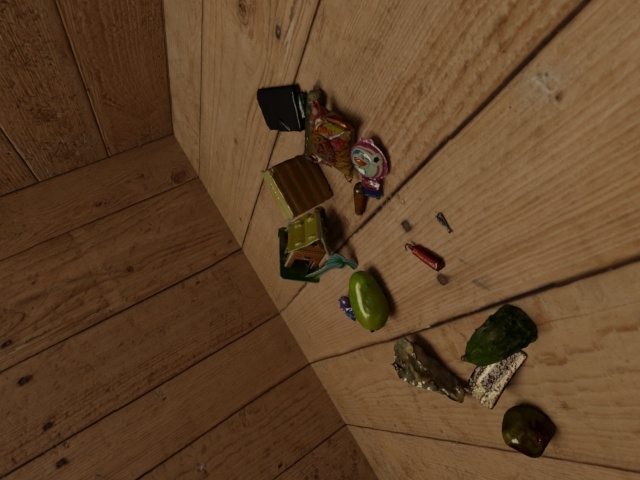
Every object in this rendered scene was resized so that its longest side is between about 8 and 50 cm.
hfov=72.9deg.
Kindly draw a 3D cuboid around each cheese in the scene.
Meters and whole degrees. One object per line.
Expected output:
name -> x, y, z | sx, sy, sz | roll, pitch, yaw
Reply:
cheese -> 0.169, -0.246, 1.508 | 0.155, 0.062, 0.244 | 25, 143, 33

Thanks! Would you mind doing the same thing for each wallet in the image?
wallet -> -0.174, -0.570, 1.886 | 0.377, 0.051, 0.197 | 27, 138, 55

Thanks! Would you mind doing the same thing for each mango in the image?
mango -> 0.206, 0.260, 1.903 | 0.273, 0.149, 0.185 | 68, 164, -1

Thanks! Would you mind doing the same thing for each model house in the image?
model house -> 0.000, 0.000, 2.026 | 0.324, 0.340, 0.300 | 120, 152, -51

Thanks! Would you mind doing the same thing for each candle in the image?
candle -> 0.352, 0.055, 1.497 | 0.162, 0.048, 0.053 | 39, 166, 41

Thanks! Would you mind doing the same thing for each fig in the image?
fig -> 0.660, 0.606, 1.395 | 0.144, 0.154, 0.166 | 54, -169, -19

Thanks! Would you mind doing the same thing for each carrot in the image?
carrot -> 0.151, -0.158, 1.672 | 0.055, 0.055, 0.161 | 47, 155, 30

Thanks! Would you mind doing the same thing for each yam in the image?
yam -> -0.029, -0.446, 1.702 | 0.071, 0.067, 0.317 | 37, 151, 19

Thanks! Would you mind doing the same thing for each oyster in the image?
oyster -> 0.433, 0.527, 1.751 | 0.337, 0.133, 0.198 | 33, 142, 44

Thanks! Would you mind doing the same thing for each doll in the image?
doll -> 0.144, 0.350, 2.239 | 0.110, 0.067, 0.206 | 19, 145, 39

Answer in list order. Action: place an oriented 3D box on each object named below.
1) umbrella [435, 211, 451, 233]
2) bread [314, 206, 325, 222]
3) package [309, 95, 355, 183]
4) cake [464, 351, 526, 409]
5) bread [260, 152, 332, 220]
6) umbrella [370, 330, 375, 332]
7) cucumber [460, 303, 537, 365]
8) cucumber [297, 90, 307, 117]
umbrella -> 0.382, -0.056, 1.353 | 0.083, 0.020, 0.031 | 52, 156, 9
bread -> -0.003, -0.119, 2.050 | 0.047, 0.036, 0.083 | 36, 149, 47
package -> 0.050, -0.366, 1.589 | 0.223, 0.108, 0.288 | 43, 158, 26
cake -> 0.586, 0.416, 1.430 | 0.112, 0.135, 0.246 | 33, 116, 28
bread -> -0.098, -0.243, 1.862 | 0.246, 0.239, 0.111 | 61, 151, -4
umbrella -> 0.215, 0.331, 2.066 | 0.080, 0.071, 0.224 | -43, 69, 38
cucumber -> 0.491, 0.288, 1.235 | 0.134, 0.244, 0.134 | 43, 145, 41
cucumber -> -0.068, -0.534, 1.706 | 0.048, 0.048, 0.105 | 27, 139, 53
